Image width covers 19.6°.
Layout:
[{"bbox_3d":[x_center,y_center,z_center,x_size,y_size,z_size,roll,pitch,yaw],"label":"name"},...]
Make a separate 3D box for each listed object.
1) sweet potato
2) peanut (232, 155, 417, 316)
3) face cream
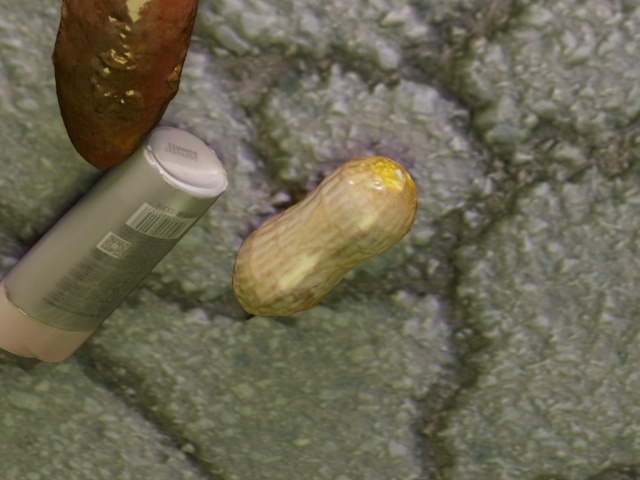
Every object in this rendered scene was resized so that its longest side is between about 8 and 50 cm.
[{"bbox_3d":[-0.135,-0.202,1.430,0.109,0.109,0.385,16,129,-11],"label":"sweet potato"},{"bbox_3d":[0.000,0.000,1.609,0.087,0.087,0.207,37,125,-26],"label":"peanut"},{"bbox_3d":[-0.194,0.010,1.632,0.107,0.073,0.269,21,130,-33],"label":"face cream"}]
